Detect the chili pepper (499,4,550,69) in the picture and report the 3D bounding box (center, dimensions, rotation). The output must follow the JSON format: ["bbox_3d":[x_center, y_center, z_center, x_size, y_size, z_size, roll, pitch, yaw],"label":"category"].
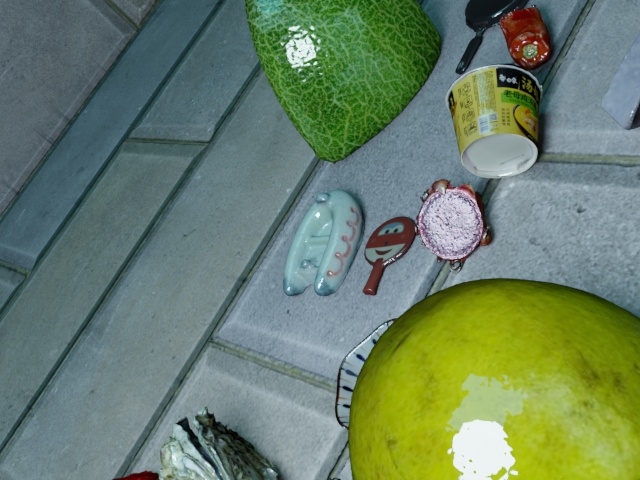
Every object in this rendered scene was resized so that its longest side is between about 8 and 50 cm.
[{"bbox_3d":[0.344,-0.337,1.472,0.123,0.073,0.070,-89,10,-47],"label":"chili pepper"}]

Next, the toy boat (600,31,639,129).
[{"bbox_3d":[0.544,-0.239,1.145,0.293,0.111,0.276,16,67,39],"label":"toy boat"}]

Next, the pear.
[{"bbox_3d":[0.193,0.201,0.886,0.352,0.352,0.413,-53,25,-8],"label":"pear"}]

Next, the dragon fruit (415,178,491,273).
[{"bbox_3d":[0.200,-0.030,1.311,0.112,0.126,0.068,-41,-8,20],"label":"dragon fruit"}]

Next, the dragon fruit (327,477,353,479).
[{"bbox_3d":[0.005,0.368,1.097,0.142,0.121,0.130,-18,73,-1],"label":"dragon fruit"}]

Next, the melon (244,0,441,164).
[{"bbox_3d":[0.012,-0.374,1.631,0.331,0.343,0.226,-44,30,9],"label":"melon"}]

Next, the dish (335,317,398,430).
[{"bbox_3d":[0.110,0.200,1.192,0.191,0.066,0.190,-25,42,25],"label":"dish"}]

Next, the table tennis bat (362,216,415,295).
[{"bbox_3d":[0.104,0.023,1.418,0.098,0.019,0.154,-7,48,43],"label":"table tennis bat"}]

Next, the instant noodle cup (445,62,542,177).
[{"bbox_3d":[0.265,-0.175,1.335,0.151,0.151,0.122,-19,52,35],"label":"instant noodle cup"}]

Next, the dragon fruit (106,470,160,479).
[{"bbox_3d":[-0.265,0.445,1.267,0.343,0.282,0.100,5,102,48],"label":"dragon fruit"}]

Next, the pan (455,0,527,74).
[{"bbox_3d":[0.302,-0.403,1.613,0.136,0.028,0.235,8,62,51],"label":"pan"}]

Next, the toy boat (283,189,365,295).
[{"bbox_3d":[0.000,0.000,1.499,0.134,0.079,0.207,-5,54,48],"label":"toy boat"}]

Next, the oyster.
[{"bbox_3d":[-0.139,0.330,1.196,0.112,0.198,0.267,-50,2,4],"label":"oyster"}]
